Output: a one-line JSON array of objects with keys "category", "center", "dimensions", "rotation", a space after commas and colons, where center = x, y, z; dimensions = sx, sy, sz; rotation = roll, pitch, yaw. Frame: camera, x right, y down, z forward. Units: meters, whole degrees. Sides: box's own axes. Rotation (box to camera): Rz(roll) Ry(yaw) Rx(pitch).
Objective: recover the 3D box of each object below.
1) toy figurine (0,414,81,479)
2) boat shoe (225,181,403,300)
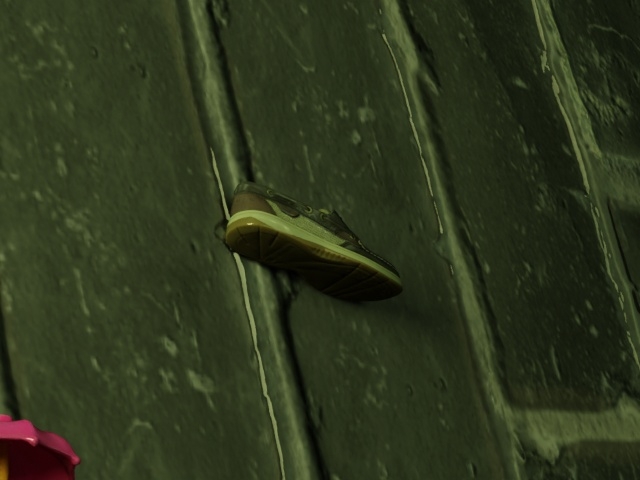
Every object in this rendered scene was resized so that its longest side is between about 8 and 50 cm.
[{"category": "toy figurine", "center": [-0.169, 0.162, 0.874], "dimensions": [0.159, 0.130, 0.173], "rotation": [-55, 134, -61]}, {"category": "boat shoe", "center": [0.000, 0.000, 1.217], "dimensions": [0.152, 0.056, 0.049], "rotation": [27, 54, -39]}]
